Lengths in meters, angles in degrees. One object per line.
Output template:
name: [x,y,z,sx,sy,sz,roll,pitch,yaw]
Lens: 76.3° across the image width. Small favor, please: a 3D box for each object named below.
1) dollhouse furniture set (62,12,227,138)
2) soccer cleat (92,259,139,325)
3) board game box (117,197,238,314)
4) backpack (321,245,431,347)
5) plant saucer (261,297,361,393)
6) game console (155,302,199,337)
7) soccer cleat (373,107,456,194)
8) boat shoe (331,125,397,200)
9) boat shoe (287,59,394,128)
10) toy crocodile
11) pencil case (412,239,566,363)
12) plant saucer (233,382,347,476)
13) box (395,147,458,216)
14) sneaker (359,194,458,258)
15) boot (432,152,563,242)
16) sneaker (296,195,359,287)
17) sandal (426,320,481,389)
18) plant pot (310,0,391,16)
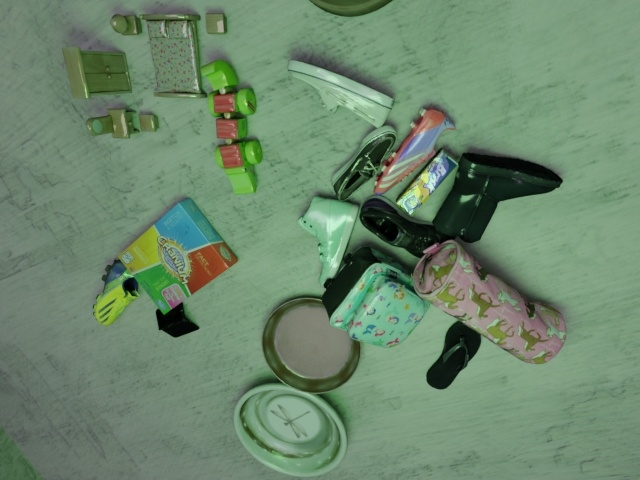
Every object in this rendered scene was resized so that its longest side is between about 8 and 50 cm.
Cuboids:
dollhouse furniture set: [-0.417,-0.400,1.018,0.355,0.174,0.304,5,113,13]
soccer cleat: [-0.683,0.194,1.380,0.121,0.093,0.289,26,117,-4]
board game box: [-0.446,0.055,1.265,0.316,0.064,0.242,-34,96,24]
backpack: [0.163,0.161,1.068,0.253,0.191,0.225,25,108,-33]
plant saucer: [-0.027,0.319,1.255,0.310,0.050,0.311,2,100,10]
game console: [-0.493,0.272,1.405,0.122,0.071,0.107,-23,75,21]
soccer cleat: [0.219,-0.200,0.988,0.095,0.083,0.248,31,114,-5]
boat shoe: [0.115,-0.184,1.011,0.077,0.070,0.219,18,129,-36]
boat shoe: [0.039,-0.347,0.969,0.267,0.096,0.088,21,111,-4]
toy crocodile: [-0.228,-0.282,1.055,0.115,0.105,0.341,1,113,14]
pencil case: [0.409,0.150,0.991,0.386,0.167,0.160,31,94,-16]
plant saucer: [-0.097,0.627,1.398,0.400,0.100,0.401,5,114,13]
box: [0.259,-0.143,0.999,0.054,0.059,0.169,38,109,-2]
sneaker: [0.222,-0.005,1.039,0.283,0.124,0.107,27,116,3]
boot: [0.412,-0.091,0.976,0.246,0.094,0.207,8,127,-5]
sneaker: [0.000,-0.001,1.118,0.151,0.094,0.256,19,111,6]
sandal: [0.389,0.343,1.178,0.097,0.054,0.255,19,115,6]
plant pot: [0.039,-0.611,0.754,0.323,0.280,0.323,6,114,14]
